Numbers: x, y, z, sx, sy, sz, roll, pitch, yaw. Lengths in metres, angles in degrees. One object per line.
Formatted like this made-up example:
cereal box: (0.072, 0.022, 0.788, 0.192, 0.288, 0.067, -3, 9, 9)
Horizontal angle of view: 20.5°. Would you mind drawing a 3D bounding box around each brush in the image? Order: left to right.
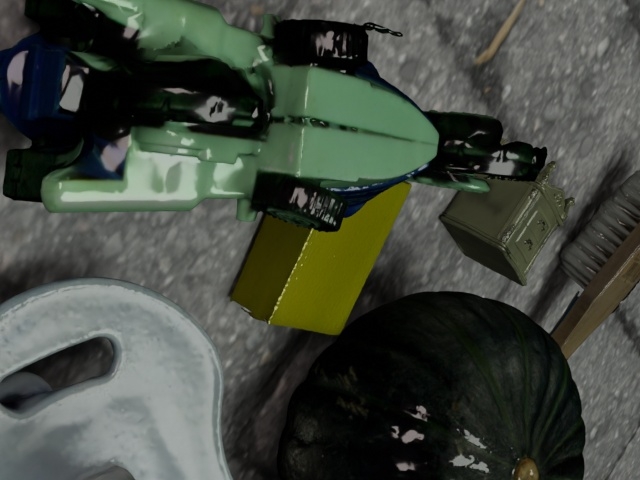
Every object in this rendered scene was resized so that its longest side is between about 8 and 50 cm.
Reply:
brush: (0.220, 0.062, 1.593, 0.327, 0.065, 0.070, -52, 156, 2)

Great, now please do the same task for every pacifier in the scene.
pacifier: (-0.110, 0.166, 0.976, 0.238, 0.226, 0.287, -21, 102, -34)

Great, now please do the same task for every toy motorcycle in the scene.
toy motorcycle: (-0.030, -0.066, 0.993, 0.331, 0.196, 0.125, 6, 91, -44)

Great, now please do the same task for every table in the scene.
table: (0.151, -0.023, 1.402, 0.083, 0.062, 0.079, -56, 150, -10)

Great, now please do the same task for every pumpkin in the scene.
pumpkin: (0.080, 0.158, 1.314, 0.250, 0.216, 0.249, -5, 103, -24)

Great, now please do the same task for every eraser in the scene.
eraser: (0.000, 0.000, 1.211, 0.097, 0.045, 0.122, 11, 106, -58)
